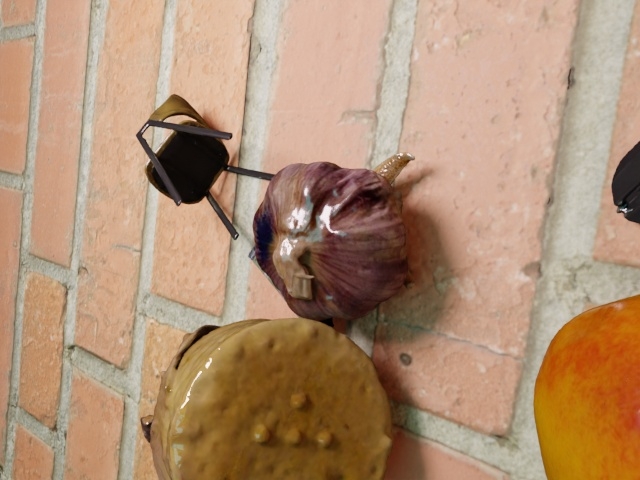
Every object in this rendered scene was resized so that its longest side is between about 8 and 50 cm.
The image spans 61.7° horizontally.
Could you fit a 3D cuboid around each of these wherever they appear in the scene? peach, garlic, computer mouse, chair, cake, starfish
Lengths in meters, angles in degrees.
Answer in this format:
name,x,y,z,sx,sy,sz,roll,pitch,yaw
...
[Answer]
name,x,y,z,sx,sy,sz,roll,pitch,yaw
peach,0.336,0.179,0.467,0.289,0.308,0.289,-3,85,30
garlic,0.000,0.000,0.746,0.245,0.160,0.245,6,100,35
computer mouse,0.392,-0.085,0.577,0.172,0.057,0.099,-46,62,28
chair,-0.223,-0.147,0.962,0.247,0.159,0.172,32,86,34
cake,-0.100,0.276,0.812,0.321,0.332,0.332,-17,79,61
starfish,0.059,-0.014,0.830,0.295,0.048,0.231,-34,76,37

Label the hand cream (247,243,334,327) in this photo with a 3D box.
name,x,y,z,sx,sy,sz,roll,pitch,yaw
hand cream,-0.053,0.065,0.908,0.235,0.055,0.086,48,117,36
